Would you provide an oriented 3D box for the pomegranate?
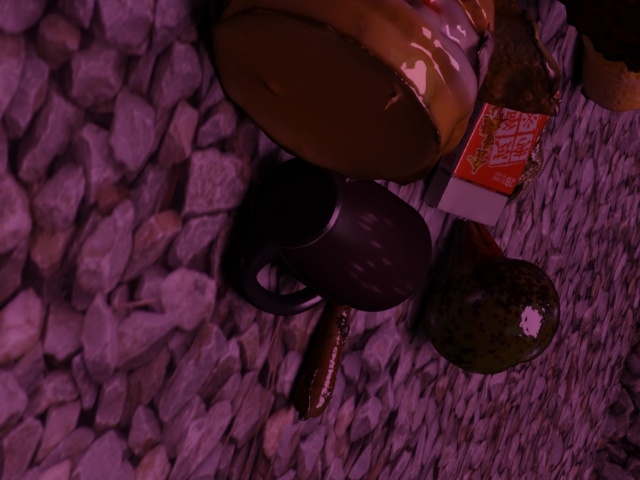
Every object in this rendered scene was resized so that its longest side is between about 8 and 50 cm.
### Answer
[{"bbox_3d":[0.261,0.081,1.872,0.214,0.214,0.247,15,59,-65],"label":"pomegranate"}]

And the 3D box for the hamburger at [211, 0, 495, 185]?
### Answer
[{"bbox_3d":[0.050,-0.211,1.146,0.236,0.276,0.276,-59,152,-21],"label":"hamburger"}]

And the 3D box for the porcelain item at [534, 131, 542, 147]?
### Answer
[{"bbox_3d":[0.283,-0.198,1.843,0.081,0.069,0.216,-51,153,-2],"label":"porcelain item"}]

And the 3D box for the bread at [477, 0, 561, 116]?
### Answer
[{"bbox_3d":[0.219,-0.263,1.596,0.174,0.133,0.251,64,6,-58],"label":"bread"}]

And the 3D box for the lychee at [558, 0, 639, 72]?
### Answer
[{"bbox_3d":[0.519,-0.472,1.761,0.425,0.425,0.499,-35,100,-52],"label":"lychee"}]

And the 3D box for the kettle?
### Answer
[{"bbox_3d":[0.000,0.000,1.356,0.202,0.144,0.232,-42,149,10],"label":"kettle"}]

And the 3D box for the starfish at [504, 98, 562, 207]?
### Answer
[{"bbox_3d":[0.348,-0.135,2.013,0.223,0.050,0.217,-60,180,17],"label":"starfish"}]

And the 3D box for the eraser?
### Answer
[{"bbox_3d":[0.252,-0.140,1.766,0.157,0.038,0.230,14,105,-48],"label":"eraser"}]

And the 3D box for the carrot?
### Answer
[{"bbox_3d":[0.018,0.111,1.552,0.049,0.049,0.254,36,70,-64],"label":"carrot"}]

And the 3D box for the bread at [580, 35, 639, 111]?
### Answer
[{"bbox_3d":[0.568,-0.346,2.217,0.197,0.197,0.170,-55,163,-31],"label":"bread"}]
